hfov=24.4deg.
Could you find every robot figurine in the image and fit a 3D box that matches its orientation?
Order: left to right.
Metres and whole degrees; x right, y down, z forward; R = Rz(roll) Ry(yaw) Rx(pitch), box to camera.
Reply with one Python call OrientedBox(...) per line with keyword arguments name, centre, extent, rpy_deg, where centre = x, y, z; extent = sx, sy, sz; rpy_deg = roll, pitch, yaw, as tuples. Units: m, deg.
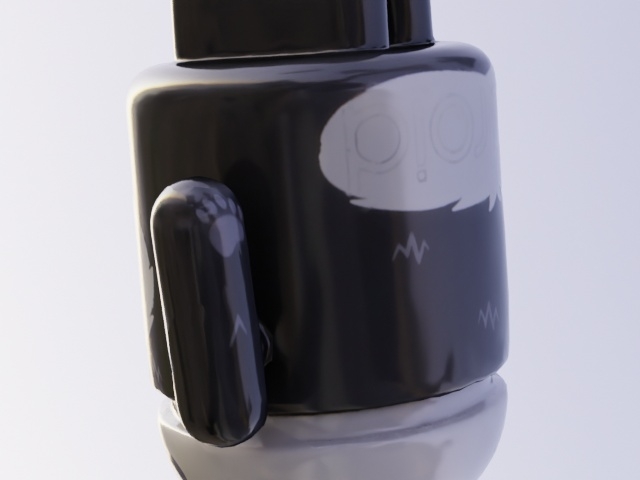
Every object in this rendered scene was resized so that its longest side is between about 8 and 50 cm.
OrientedBox(name="robot figurine", centre=(-0.003, 0.000, 0.684), extent=(0.173, 0.209, 0.278), rpy_deg=(13, -70, 61))
